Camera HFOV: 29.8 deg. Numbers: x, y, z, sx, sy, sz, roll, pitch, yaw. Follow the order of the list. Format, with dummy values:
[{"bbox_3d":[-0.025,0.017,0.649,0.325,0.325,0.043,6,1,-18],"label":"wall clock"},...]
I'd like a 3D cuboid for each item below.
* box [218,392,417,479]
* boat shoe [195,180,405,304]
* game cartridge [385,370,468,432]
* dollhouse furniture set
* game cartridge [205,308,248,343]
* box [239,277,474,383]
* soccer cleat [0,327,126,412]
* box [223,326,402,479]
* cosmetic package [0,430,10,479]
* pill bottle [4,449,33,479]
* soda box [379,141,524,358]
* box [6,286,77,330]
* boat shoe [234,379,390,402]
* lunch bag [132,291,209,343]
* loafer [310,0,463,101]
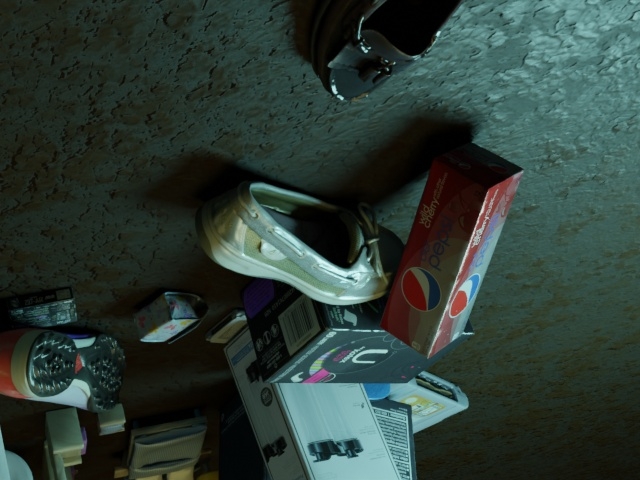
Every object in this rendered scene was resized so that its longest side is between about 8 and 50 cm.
[{"bbox_3d":[-0.006,0.405,1.971,0.296,0.294,0.183,17,139,-24],"label":"box"},{"bbox_3d":[-0.001,-0.003,1.475,0.320,0.118,0.103,17,142,-39],"label":"boat shoe"},{"bbox_3d":[0.127,0.303,2.197,0.198,0.062,0.297,-32,150,19],"label":"game cartridge"},{"bbox_3d":[-0.286,0.397,1.965,0.303,0.198,0.286,-8,152,-19],"label":"dollhouse furniture set"},{"bbox_3d":[-0.123,0.125,1.749,0.056,0.017,0.083,13,140,-40],"label":"game cartridge"},{"bbox_3d":[0.051,0.104,1.671,0.270,0.143,0.165,4,146,-38],"label":"box"},{"bbox_3d":[-0.358,0.168,1.603,0.116,0.109,0.318,4,171,15],"label":"soccer cleat"},{"bbox_3d":[-0.011,0.259,1.749,0.169,0.290,0.087,-3,151,-42],"label":"box"},{"bbox_3d":[-0.519,0.276,1.566,0.138,0.225,0.224,2,148,-38],"label":"cosmetic package"},{"bbox_3d":[-0.546,0.432,1.963,0.119,0.119,0.208,-2,149,-28],"label":"pill bottle"},{"bbox_3d":[0.160,0.013,1.506,0.092,0.083,0.263,-26,141,-47],"label":"soda box"},{"bbox_3d":[-0.356,0.090,1.538,0.083,0.018,0.067,-11,153,-13],"label":"box"},{"bbox_3d":[-0.016,0.216,1.914,0.258,0.109,0.089,15,140,-22],"label":"boat shoe"},{"bbox_3d":[-0.198,0.106,1.628,0.071,0.053,0.083,-32,159,29],"label":"lunch bag"},{"bbox_3d":[0.073,-0.217,1.129,0.109,0.095,0.302,-3,150,-26],"label":"loafer"}]
